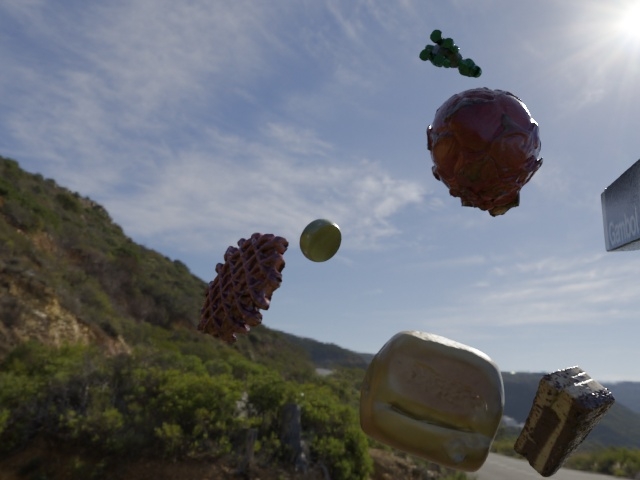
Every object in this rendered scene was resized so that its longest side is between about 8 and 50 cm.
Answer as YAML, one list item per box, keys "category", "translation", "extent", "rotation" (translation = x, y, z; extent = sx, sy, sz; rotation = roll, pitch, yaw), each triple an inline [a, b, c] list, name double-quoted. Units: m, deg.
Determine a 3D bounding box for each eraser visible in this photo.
- category: "eraser"
  translation: [0.398, -0.039, 0.697]
  extent: [0.046, 0.092, 0.212]
  rotation: [-4, -7, 15]

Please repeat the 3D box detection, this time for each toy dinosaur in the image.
- category: "toy dinosaur"
  translation: [0.235, -0.338, 1.034]
  extent: [0.096, 0.059, 0.132]
  rotation: [16, 22, -42]

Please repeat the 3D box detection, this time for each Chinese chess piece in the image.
- category: "Chinese chess piece"
  translation: [0.000, 0.000, 1.797]
  extent: [0.144, 0.144, 0.058]
  rotation: [18, 10, -42]

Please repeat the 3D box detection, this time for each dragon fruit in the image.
- category: "dragon fruit"
  translation: [0.398, -0.228, 1.369]
  extent: [0.277, 0.343, 0.277]
  rotation: [-12, -20, -4]

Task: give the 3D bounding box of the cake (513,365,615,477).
- category: "cake"
  translation: [0.527, 0.388, 1.208]
  extent: [0.135, 0.246, 0.112]
  rotation: [-16, 38, -27]

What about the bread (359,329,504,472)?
- category: "bread"
  translation: [0.307, 0.446, 1.606]
  extent: [0.375, 0.348, 0.253]
  rotation: [16, -23, 4]

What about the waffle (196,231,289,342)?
- category: "waffle"
  translation: [-0.148, 0.082, 1.055]
  extent: [0.055, 0.221, 0.234]
  rotation: [34, -26, -33]
